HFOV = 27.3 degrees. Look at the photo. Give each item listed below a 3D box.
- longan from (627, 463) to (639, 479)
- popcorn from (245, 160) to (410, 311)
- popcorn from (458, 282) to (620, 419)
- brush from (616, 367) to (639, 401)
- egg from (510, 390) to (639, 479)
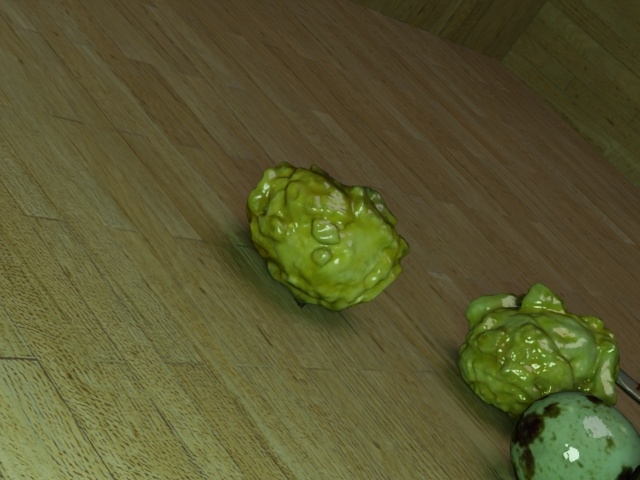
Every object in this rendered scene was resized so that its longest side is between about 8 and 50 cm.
[{"bbox_3d":[0.559,0.366,1.578,0.436,0.404,0.404,41,14,-36],"label":"longan"},{"bbox_3d":[0.000,0.000,1.855,0.233,0.192,0.266,28,-8,22],"label":"popcorn"},{"bbox_3d":[0.330,0.180,1.955,0.256,0.194,0.255,-2,34,-32],"label":"popcorn"},{"bbox_3d":[0.557,0.242,2.393,0.321,0.050,0.060,40,24,11],"label":"brush"},{"bbox_3d":[0.353,0.300,1.757,0.231,0.169,0.169,42,17,-23],"label":"egg"}]
